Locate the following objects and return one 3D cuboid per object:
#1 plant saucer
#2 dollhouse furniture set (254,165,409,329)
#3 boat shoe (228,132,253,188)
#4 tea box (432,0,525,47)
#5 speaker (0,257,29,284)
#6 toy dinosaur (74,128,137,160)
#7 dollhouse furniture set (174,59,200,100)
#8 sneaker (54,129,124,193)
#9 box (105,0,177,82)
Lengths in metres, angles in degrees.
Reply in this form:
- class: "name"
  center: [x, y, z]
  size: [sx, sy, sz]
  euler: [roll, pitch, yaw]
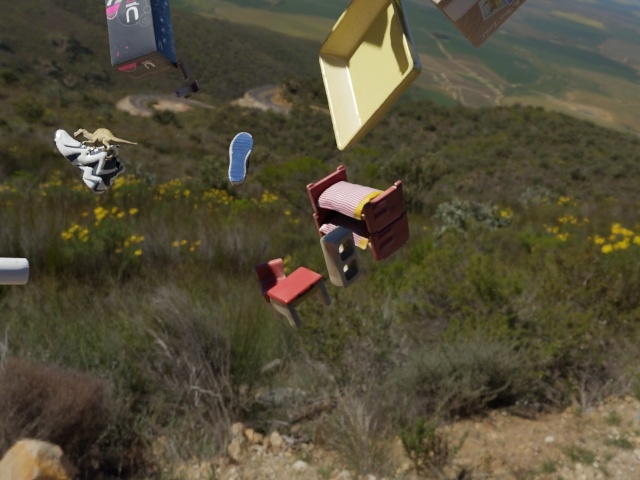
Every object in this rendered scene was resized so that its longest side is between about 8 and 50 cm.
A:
- class: "plant saucer"
  center: [0.126, -0.436, 1.604]
  size: [0.080, 0.333, 0.333]
  euler: [5, 61, -28]
- class: "dollhouse furniture set"
  center: [0.000, 0.000, 1.419]
  size: [0.374, 0.152, 0.201]
  euler: [-35, 36, -31]
- class: "boat shoe"
  center: [-0.247, -0.241, 1.998]
  size: [0.066, 0.066, 0.183]
  euler: [10, 63, -1]
- class: "tea box"
  center: [0.359, -0.698, 1.524]
  size: [0.220, 0.329, 0.324]
  euler: [21, 31, -50]
- class: "speaker"
  center: [-0.658, 0.061, 1.309]
  size: [0.136, 0.055, 0.055]
  euler: [3, 27, -43]
- class: "toy dinosaur"
  center: [-0.626, -0.287, 1.927]
  size: [0.183, 0.053, 0.093]
  euler: [9, 58, -24]
- class: "dollhouse furniture set"
  center: [-0.464, -0.518, 2.145]
  size: [0.081, 0.115, 0.091]
  euler: [-26, 6, -33]
- class: "sneaker"
  center: [-0.717, -0.281, 2.082]
  size: [0.235, 0.153, 0.094]
  euler: [53, -1, 2]
- class: "box"
  center: [-0.579, -0.678, 2.126]
  size: [0.165, 0.271, 0.143]
  euler: [-14, -14, 14]
